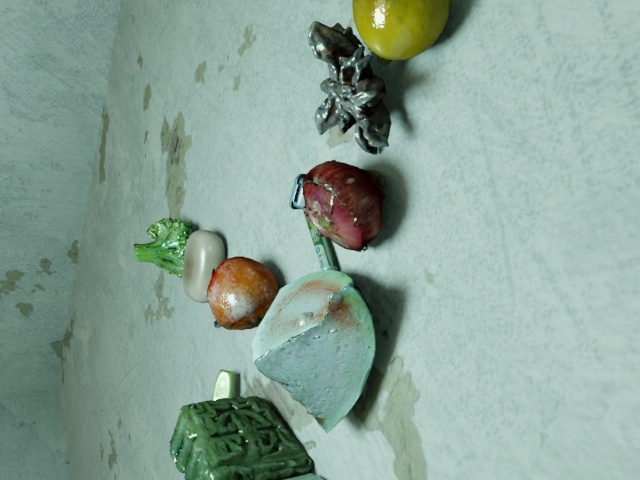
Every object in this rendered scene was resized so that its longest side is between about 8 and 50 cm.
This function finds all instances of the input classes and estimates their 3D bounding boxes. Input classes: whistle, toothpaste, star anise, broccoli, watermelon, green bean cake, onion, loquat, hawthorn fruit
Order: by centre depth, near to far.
[{"bbox_3d":[0.125,-0.374,0.976,0.204,0.149,0.172,112,144,-53],"label":"loquat"},{"bbox_3d":[0.054,-0.271,1.071,0.212,0.129,0.283,98,149,-68],"label":"star anise"},{"bbox_3d":[0.054,-0.071,1.085,0.184,0.147,0.184,53,163,23],"label":"onion"},{"bbox_3d":[-0.036,0.165,1.119,0.289,0.213,0.320,53,141,45],"label":"watermelon"},{"bbox_3d":[0.000,0.000,1.237,0.049,0.031,0.204,-48,49,42],"label":"toothpaste"},{"bbox_3d":[-0.171,0.452,1.273,0.255,0.241,0.132,39,115,50],"label":"green bean cake"},{"bbox_3d":[-0.178,0.118,1.375,0.173,0.172,0.173,-5,84,55],"label":"hawthorn fruit"},{"bbox_3d":[-0.256,0.485,1.528,0.141,0.141,0.294,-17,55,54],"label":"whistle"},{"bbox_3d":[-0.455,0.022,1.760,0.194,0.194,0.220,-58,48,36],"label":"broccoli"}]

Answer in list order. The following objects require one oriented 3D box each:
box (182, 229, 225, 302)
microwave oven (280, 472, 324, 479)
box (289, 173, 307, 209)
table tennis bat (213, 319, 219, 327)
[{"bbox_3d":[-0.322,0.071,1.652,0.146,0.088,0.200,23,106,52],"label":"box"},{"bbox_3d":[-0.020,0.576,1.144,0.163,0.129,0.205,6,93,53],"label":"microwave oven"},{"bbox_3d":[-0.007,-0.090,1.199,0.054,0.099,0.074,30,113,36],"label":"box"},{"bbox_3d":[-0.246,0.190,1.599,0.158,0.014,0.095,-45,53,43],"label":"table tennis bat"}]
